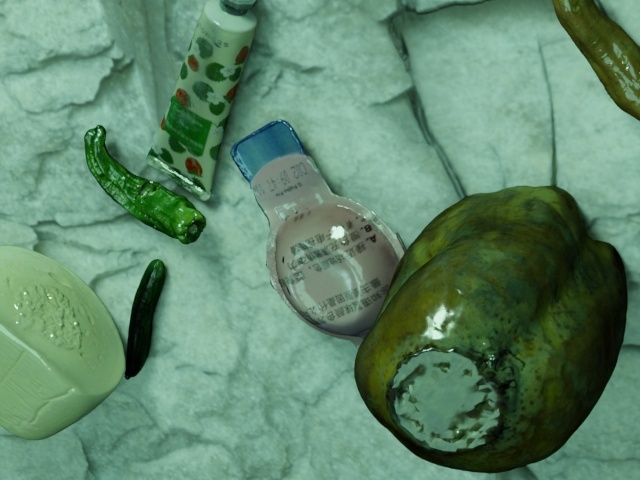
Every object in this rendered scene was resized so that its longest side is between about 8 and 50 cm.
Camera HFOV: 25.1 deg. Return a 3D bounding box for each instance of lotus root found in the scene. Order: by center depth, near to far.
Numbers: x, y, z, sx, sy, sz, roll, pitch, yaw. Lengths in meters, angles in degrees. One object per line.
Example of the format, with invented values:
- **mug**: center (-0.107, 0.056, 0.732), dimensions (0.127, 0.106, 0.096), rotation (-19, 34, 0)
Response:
- **lotus root**: center (0.167, 0.095, 1.424), dimensions (0.250, 0.346, 0.250), rotation (7, 112, 19)

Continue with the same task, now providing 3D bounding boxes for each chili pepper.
- **chili pepper**: center (-0.210, -0.060, 1.698), dimensions (0.182, 0.050, 0.073), rotation (38, 161, 7)

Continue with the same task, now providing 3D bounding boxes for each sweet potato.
- **sweet potato**: center (0.278, -0.184, 1.386), dimensions (0.182, 0.054, 0.053), rotation (50, 160, -8)

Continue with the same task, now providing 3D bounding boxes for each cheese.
- **cheese**: center (0.000, 0.000, 1.614), dimensions (0.189, 0.074, 0.286), rotation (-28, 98, 34)

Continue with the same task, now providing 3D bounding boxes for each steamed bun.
- **steamed bun**: center (-0.379, 0.125, 1.822), dimensions (0.250, 0.155, 0.200), rotation (45, 130, -10)

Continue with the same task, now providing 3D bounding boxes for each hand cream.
- **hand cream**: center (-0.128, -0.166, 1.603), dimensions (0.095, 0.059, 0.276), rotation (34, 131, 13)

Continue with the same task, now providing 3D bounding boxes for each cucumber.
- **cucumber**: center (-0.224, 0.097, 1.805), dimensions (0.036, 0.033, 0.184), rotation (41, 131, 33)
